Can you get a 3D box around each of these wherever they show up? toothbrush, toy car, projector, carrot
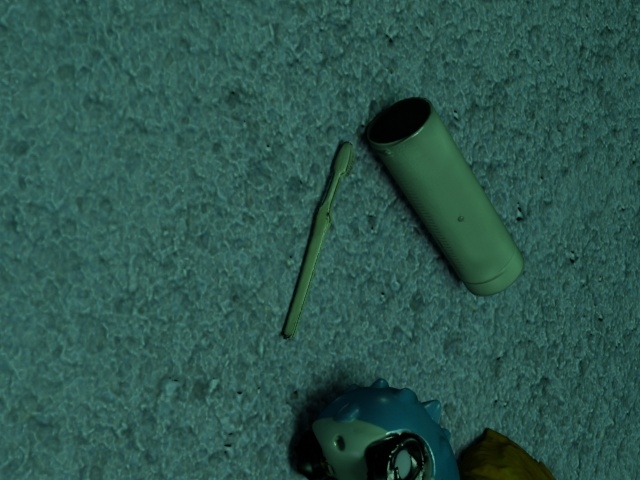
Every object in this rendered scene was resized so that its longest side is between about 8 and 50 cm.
[{"bbox_3d":[-0.003,-0.002,1.514,0.028,0.026,0.294,41,64,-55],"label":"toothbrush"},{"bbox_3d":[0.101,0.304,1.531,0.190,0.188,0.255,-52,124,-36],"label":"toy car"},{"bbox_3d":[0.194,-0.060,1.646,0.108,0.108,0.337,-55,128,-26],"label":"projector"},{"bbox_3d":[0.315,0.485,1.718,0.241,0.241,0.341,17,82,-44],"label":"carrot"}]
